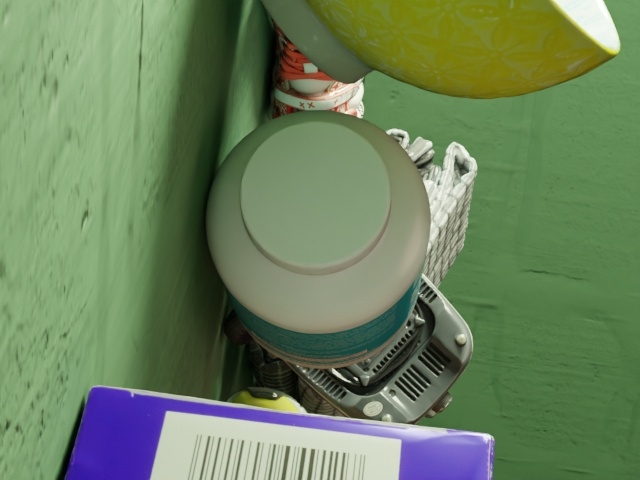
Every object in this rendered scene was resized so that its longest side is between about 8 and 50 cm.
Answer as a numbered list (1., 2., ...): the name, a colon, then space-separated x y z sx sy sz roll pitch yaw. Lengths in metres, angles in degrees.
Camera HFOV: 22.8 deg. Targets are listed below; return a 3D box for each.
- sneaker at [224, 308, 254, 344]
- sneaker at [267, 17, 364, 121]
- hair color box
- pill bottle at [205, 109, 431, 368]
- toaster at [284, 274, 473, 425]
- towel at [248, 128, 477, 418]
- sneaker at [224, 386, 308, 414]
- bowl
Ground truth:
1. sneaker: -0.030 -0.004 1.240 0.170 0.089 0.051 -43 164 -4
2. sneaker: 0.002 -0.149 1.250 0.270 0.090 0.145 -78 173 -82
3. hair color box: -0.028 0.228 0.777 0.110 0.185 0.339 -81 177 -49
4. pill bottle: 0.000 0.000 1.075 0.264 0.146 0.146 84 14 -78
5. toaster: 0.018 0.064 1.329 0.129 0.227 0.146 -48 175 -8
6. towel: 0.035 0.040 1.548 0.284 0.121 0.235 -58 169 -15
7. sneaker: -0.053 0.212 1.262 0.094 0.081 0.208 -72 170 -60
8. bowl: 0.045 -0.191 1.020 0.156 0.289 0.289 -37 -166 19
